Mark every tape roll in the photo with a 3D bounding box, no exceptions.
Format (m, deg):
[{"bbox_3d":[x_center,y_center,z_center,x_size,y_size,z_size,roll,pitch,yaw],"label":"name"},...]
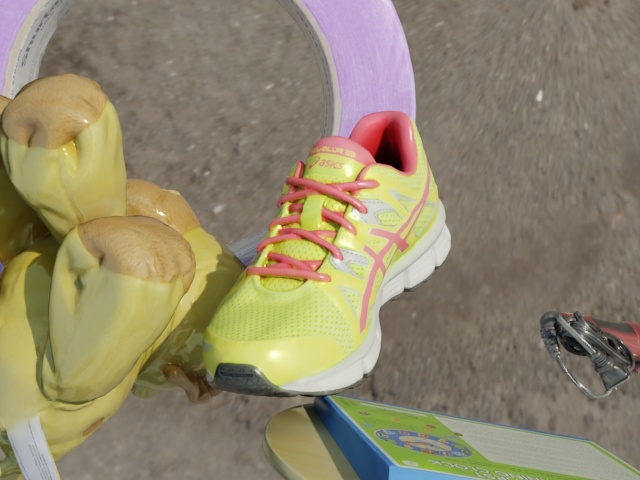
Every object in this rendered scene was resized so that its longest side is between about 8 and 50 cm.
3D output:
[{"bbox_3d":[-0.085,-0.078,0.778,0.274,0.090,0.275,0,96,-4],"label":"tape roll"}]

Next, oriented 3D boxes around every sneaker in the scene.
[{"bbox_3d":[0.000,0.000,0.638,0.081,0.208,0.094,5,119,22],"label":"sneaker"}]

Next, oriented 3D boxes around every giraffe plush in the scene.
[{"bbox_3d":[-0.100,0.026,0.663,0.181,0.170,0.210,-11,92,34],"label":"giraffe plush"}]

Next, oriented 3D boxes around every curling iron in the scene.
[{"bbox_3d":[0.233,0.088,0.961,0.035,0.274,0.068,-41,62,22],"label":"curling iron"}]

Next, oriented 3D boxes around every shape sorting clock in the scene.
[{"bbox_3d":[0.075,0.110,0.566,0.206,0.206,0.040,13,93,7],"label":"shape sorting clock"}]
